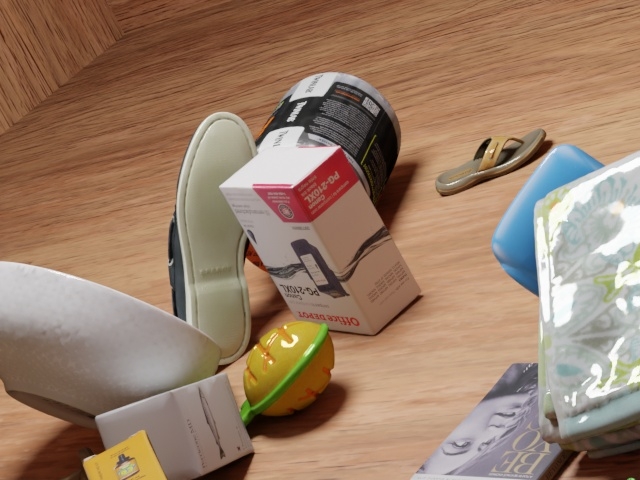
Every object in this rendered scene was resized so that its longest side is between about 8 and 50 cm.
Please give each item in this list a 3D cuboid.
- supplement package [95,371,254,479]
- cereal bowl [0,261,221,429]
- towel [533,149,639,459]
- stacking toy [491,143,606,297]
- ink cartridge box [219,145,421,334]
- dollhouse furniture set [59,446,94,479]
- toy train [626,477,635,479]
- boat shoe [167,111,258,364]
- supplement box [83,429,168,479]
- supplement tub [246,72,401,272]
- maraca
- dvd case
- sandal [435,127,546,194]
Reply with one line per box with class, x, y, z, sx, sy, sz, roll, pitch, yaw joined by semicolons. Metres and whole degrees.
supplement package;-0.166;0.226;1.902;0.105;0.105;0.179;-21;-3;17
cereal bowl;-0.305;0.153;2.099;0.339;0.339;0.141;-2;64;49
towel;0.376;0.025;1.603;0.374;0.090;0.321;-23;46;31
stacking toy;0.304;-0.019;1.959;0.166;0.175;0.302;-57;0;10
ink cartridge box;0.000;0.000;2.142;0.100;0.237;0.172;-42;24;-27
dollhouse furniture set;-0.423;0.228;1.889;0.256;0.394;0.362;-31;20;-11
toy train;0.289;0.234;1.528;0.083;0.017;0.024;-27;31;2
boat shoe;-0.154;-0.005;2.253;0.127;0.340;0.113;-7;7;-27
supplement box;-0.181;0.275;1.669;0.078;0.080;0.233;-27;20;-7
supplement tub;-0.010;-0.096;2.428;0.207;0.207;0.338;-18;21;24
maraca;-0.050;0.168;2.009;0.186;0.099;0.127;-46;4;33
dvd case;0.209;0.197;1.717;0.164;0.018;0.221;-5;30;46
sandal;0.245;-0.123;2.400;0.180;0.049;0.072;-23;21;11
